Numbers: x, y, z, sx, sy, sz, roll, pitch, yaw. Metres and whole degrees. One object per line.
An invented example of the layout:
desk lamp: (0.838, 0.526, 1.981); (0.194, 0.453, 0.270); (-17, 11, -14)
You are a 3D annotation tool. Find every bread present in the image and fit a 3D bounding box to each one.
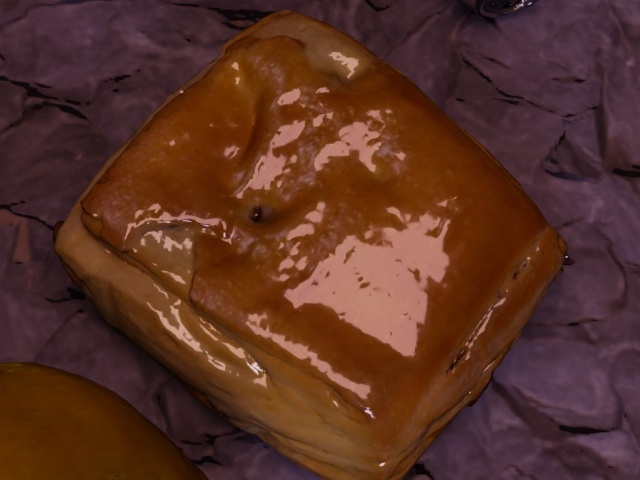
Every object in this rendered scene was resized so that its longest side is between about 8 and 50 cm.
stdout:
bread: (0.000, 0.000, 1.040); (0.235, 0.099, 0.210); (38, 72, 12)

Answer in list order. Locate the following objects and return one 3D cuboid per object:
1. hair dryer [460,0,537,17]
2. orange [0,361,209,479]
hair dryer: (0.130, -0.219, 1.101); (0.064, 0.182, 0.117); (-2, 62, -48)
orange: (-0.163, 0.188, 0.879); (0.235, 0.279, 0.279); (24, 67, 38)
